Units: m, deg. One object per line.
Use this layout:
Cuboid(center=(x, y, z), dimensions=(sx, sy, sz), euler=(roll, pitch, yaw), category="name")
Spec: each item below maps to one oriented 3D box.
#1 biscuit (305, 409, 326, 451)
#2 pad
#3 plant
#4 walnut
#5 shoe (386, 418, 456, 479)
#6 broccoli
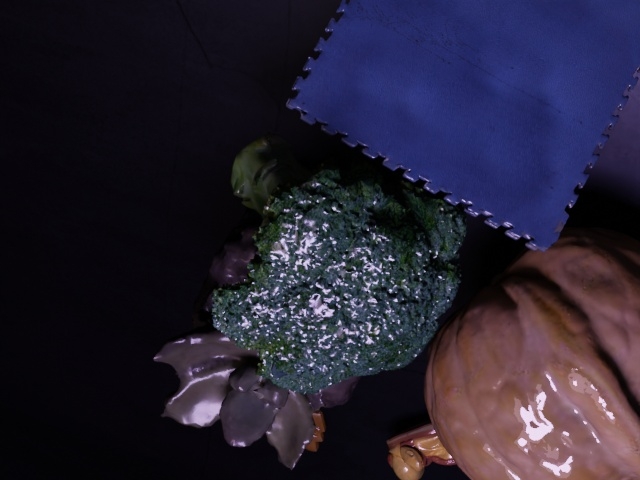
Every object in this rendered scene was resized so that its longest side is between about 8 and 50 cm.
Cuboid(center=(-0.023, 0.262, 1.563), dimensions=(0.082, 0.016, 0.092), euler=(40, 135, -11), category="biscuit")
Cuboid(center=(0.143, -0.163, 0.982), dimensions=(0.269, 0.269, 0.012), euler=(31, 169, 0), category="pad")
Cuboid(center=(-0.036, 0.087, 1.218), dimensions=(0.215, 0.312, 0.213), euler=(29, 132, 2), category="plant")
Cuboid(center=(0.256, 0.141, 1.164), dimensions=(0.296, 0.285, 0.285), euler=(-37, 111, 4), category="walnut")
Cuboid(center=(0.133, 0.275, 1.460), dimensions=(0.109, 0.072, 0.069), euler=(-31, 81, 16), category="shoe")
Cuboid(center=(0.000, 0.000, 1.040), dimensions=(0.269, 0.254, 0.269), euler=(54, 163, 25), category="broccoli")
